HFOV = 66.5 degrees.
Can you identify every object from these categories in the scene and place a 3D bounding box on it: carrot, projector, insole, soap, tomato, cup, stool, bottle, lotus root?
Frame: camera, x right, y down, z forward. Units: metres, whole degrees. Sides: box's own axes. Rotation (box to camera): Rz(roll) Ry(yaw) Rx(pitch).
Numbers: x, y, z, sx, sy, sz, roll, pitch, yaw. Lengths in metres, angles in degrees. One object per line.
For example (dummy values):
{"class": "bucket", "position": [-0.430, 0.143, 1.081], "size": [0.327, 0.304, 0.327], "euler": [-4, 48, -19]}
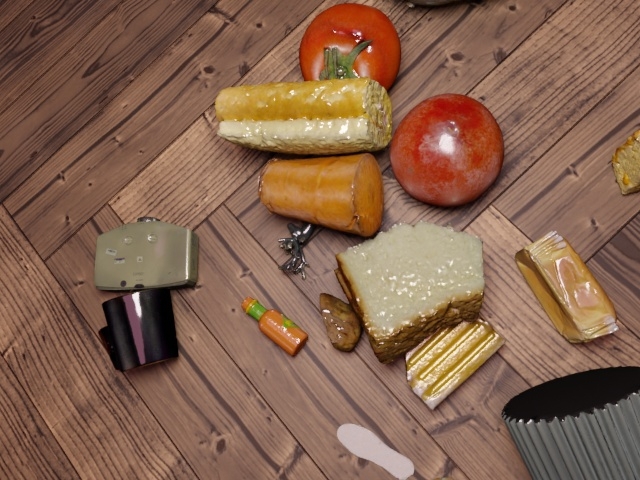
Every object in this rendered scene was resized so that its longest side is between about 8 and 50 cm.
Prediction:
{"class": "carrot", "position": [0.003, -0.105, 1.143], "size": [0.254, 0.196, 0.195], "euler": [3, 79, 26]}
{"class": "projector", "position": [-0.462, 0.038, 1.307], "size": [0.270, 0.088, 0.193], "euler": [-4, 77, 9]}
{"class": "insole", "position": [0.129, 0.494, 1.149], "size": [0.197, 0.004, 0.065], "euler": [26, 84, 14]}
{"class": "soap", "position": [0.292, 0.260, 1.131], "size": [0.232, 0.073, 0.140], "euler": [-43, 73, 0]}
{"class": "tomato", "position": [0.077, -0.462, 1.231], "size": [0.256, 0.255, 0.224], "euler": [14, 50, 13]}
{"class": "cup", "position": [-0.465, 0.236, 1.262], "size": [0.166, 0.239, 0.176], "euler": [-10, 80, -35]}
{"class": "stool", "position": [0.558, 0.450, 0.944], "size": [0.297, 0.297, 0.330], "euler": [-22, 81, 5]}
{"class": "tomato", "position": [0.293, -0.213, 1.140], "size": [0.265, 0.265, 0.264], "euler": [-2, 78, 10]}
{"class": "bottle", "position": [-0.120, 0.207, 1.220], "size": [0.187, 0.069, 0.069], "euler": [35, 87, 14]}
{"class": "lotus root", "position": [0.054, 0.194, 1.173], "size": [0.095, 0.135, 0.159], "euler": [-23, 89, 4]}

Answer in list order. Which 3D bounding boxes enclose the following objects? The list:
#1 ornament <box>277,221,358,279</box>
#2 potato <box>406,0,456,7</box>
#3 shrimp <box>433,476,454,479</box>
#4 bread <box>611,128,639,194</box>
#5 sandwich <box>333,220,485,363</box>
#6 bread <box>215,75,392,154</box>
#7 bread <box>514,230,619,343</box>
{"class": "ornament", "position": [0.000, 0.000, 1.238], "size": [0.202, 0.080, 0.236], "euler": [30, 83, 18]}
{"class": "potato", "position": [0.315, -0.752, 1.183], "size": [0.442, 0.385, 0.319], "euler": [6, 94, 23]}
{"class": "shrimp", "position": [0.311, 0.605, 1.081], "size": [0.180, 0.041, 0.099], "euler": [38, 73, 16]}
{"class": "bread", "position": [0.812, -0.207, 1.077], "size": [0.275, 0.185, 0.114], "euler": [-16, 70, 7]}
{"class": "sandwich", "position": [0.220, 0.091, 1.107], "size": [0.325, 0.131, 0.262], "euler": [-26, 51, 0]}
{"class": "bread", "position": [-0.034, -0.284, 1.149], "size": [0.376, 0.236, 0.165], "euler": [4, 97, 19]}
{"class": "bread", "position": [0.546, 0.103, 1.085], "size": [0.107, 0.136, 0.241], "euler": [-29, 76, 1]}
